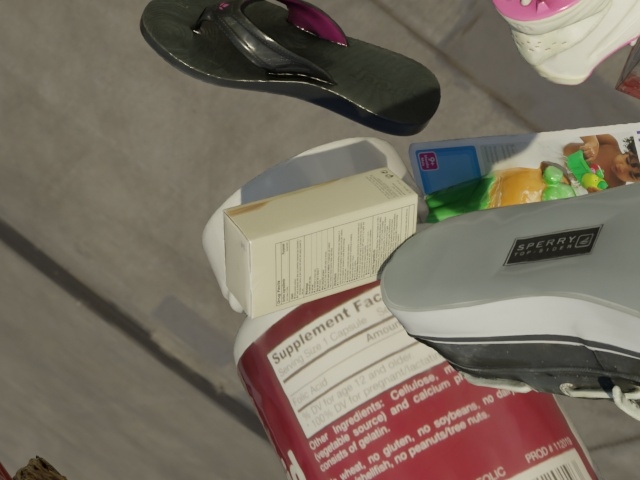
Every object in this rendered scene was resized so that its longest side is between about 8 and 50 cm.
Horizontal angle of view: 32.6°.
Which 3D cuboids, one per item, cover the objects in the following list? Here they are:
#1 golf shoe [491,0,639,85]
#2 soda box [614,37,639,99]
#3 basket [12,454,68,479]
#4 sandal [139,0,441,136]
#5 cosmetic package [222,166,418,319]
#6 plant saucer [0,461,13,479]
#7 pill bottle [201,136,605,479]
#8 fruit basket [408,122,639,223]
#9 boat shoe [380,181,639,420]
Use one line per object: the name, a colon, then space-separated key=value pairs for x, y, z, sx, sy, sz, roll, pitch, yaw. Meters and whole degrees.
golf shoe: x=0.275 y=-0.256 z=0.930 sx=0.115 sy=0.306 sz=0.140 roll=47 pitch=172 yaw=41
soda box: x=0.394 y=-0.212 z=1.152 sx=0.092 sy=0.083 sz=0.263 roll=23 pitch=175 yaw=5
basket: x=-0.353 y=0.484 z=1.472 sx=0.299 sy=0.223 sz=0.213 roll=40 pitch=-177 yaw=-11
sandal: x=-0.032 y=-0.284 z=1.564 sx=0.445 sy=0.168 sz=0.107 roll=16 pitch=146 yaw=-7
cosmetic package: x=0.000 y=0.000 z=0.668 sx=0.041 sy=0.115 sz=0.060 roll=47 pitch=143 yaw=47
plant saucer: x=-0.412 y=0.181 z=1.140 sx=0.258 sy=0.047 sz=0.259 roll=43 pitch=163 yaw=32
pill bottle: x=0.065 y=0.128 z=0.882 sx=0.392 sy=0.224 sz=0.224 roll=63 pitch=161 yaw=19
fruit basket: x=0.295 y=0.020 z=1.294 sx=0.353 sy=0.165 sz=0.327 roll=2 pitch=125 yaw=38
boat shoe: x=0.168 y=0.042 z=0.572 sx=0.306 sy=0.113 sz=0.105 roll=-9 pitch=130 yaw=44
